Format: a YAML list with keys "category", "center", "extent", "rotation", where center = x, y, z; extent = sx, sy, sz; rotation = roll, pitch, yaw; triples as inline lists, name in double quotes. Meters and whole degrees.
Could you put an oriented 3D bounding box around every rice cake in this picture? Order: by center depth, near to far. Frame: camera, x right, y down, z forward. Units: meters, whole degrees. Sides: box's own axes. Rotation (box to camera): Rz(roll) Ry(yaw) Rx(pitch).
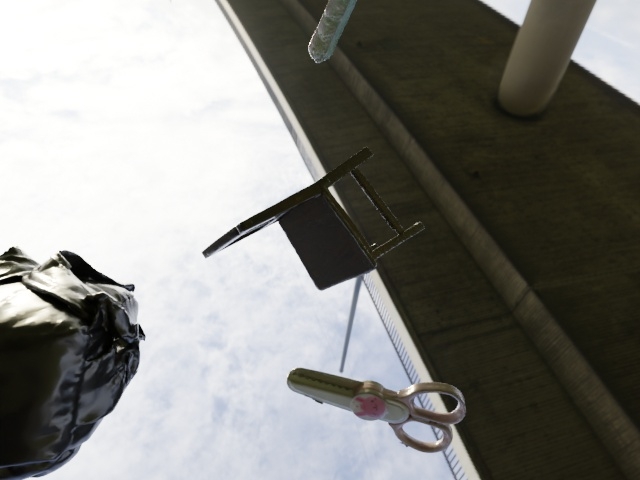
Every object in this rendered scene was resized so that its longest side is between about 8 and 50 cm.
- category: "rice cake"
  center: [0.037, -0.327, 0.606]
  extent: [0.034, 0.211, 0.043]
  rotation: [31, -150, 4]

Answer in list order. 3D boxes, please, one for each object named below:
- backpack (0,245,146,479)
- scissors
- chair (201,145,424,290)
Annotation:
- category: "backpack"
  center: [-0.428, 0.139, 0.677]
  extent: [0.363, 0.254, 0.446]
  rotation: [1, -177, -11]
- category: "scissors"
  center: [0.071, 0.219, 0.656]
  extent: [0.242, 0.118, 0.030]
  rotation: [17, -152, 3]
- category: "chair"
  center: [0.000, 0.000, 1.043]
  extent: [0.416, 0.203, 0.240]
  rotation: [-37, -84, -40]
